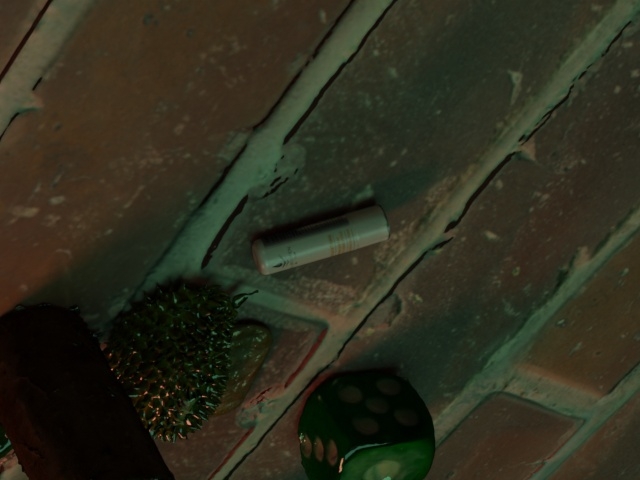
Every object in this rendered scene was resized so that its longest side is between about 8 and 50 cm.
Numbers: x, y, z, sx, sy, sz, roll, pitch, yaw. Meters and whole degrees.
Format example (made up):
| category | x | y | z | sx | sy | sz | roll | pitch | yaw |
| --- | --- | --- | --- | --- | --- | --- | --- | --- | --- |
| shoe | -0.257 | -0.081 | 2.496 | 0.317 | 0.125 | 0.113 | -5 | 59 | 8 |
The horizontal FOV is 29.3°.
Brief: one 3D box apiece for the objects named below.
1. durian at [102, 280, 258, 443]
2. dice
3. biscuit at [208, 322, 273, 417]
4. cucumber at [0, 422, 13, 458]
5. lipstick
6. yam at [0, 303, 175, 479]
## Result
| category | x | y | z | sx | sy | sz | roll | pitch | yaw |
| --- | --- | --- | --- | --- | --- | --- | --- | --- | --- |
| durian | -0.156 | 0.139 | 1.280 | 0.137 | 0.095 | 0.220 | 9 | 119 | -33 |
| dice | 0.053 | 0.236 | 1.453 | 0.131 | 0.120 | 0.128 | -7 | 131 | -24 |
| biscuit | -0.101 | 0.146 | 1.365 | 0.071 | 0.018 | 0.147 | 6 | 128 | -32 |
| cucumber | -0.368 | 0.228 | 1.296 | 0.168 | 0.039 | 0.039 | -29 | 137 | -1 |
| lipstick | 0.000 | 0.000 | 1.263 | 0.141 | 0.040 | 0.040 | -16 | 135 | -11 |
| yam | -0.231 | 0.177 | 1.155 | 0.131 | 0.279 | 0.131 | -19 | 132 | -22 |
